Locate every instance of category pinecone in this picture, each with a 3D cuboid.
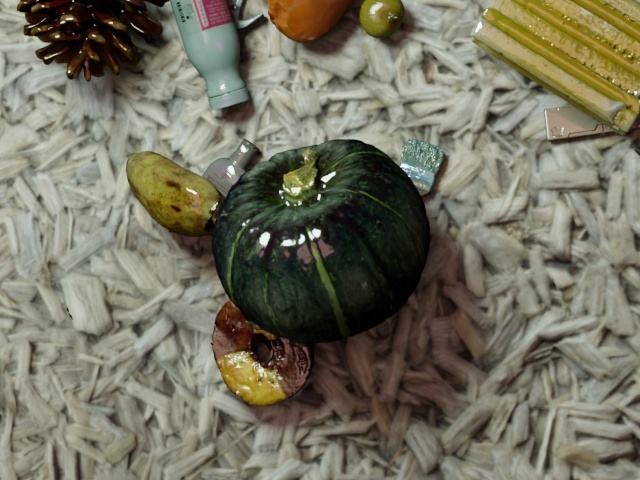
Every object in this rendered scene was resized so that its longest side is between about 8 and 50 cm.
[{"bbox_3d":[-0.369,-0.381,1.663,0.264,0.264,0.264,-1,87,14],"label":"pinecone"}]

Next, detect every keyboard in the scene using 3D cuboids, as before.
[{"bbox_3d":[0.425,-0.184,1.556,0.166,0.017,0.055,-7,81,14],"label":"keyboard"}]

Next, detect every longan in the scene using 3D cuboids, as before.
[{"bbox_3d":[0.099,-0.354,1.614,0.075,0.083,0.075,-8,114,-19],"label":"longan"}]

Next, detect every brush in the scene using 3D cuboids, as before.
[{"bbox_3d":[0.137,-0.062,1.620,0.070,0.021,0.196,19,92,16],"label":"brush"}]

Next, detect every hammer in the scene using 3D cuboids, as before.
[{"bbox_3d":[-0.109,-0.464,1.701,0.103,0.029,0.246,20,91,15],"label":"hammer"}]

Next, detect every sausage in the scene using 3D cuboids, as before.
[{"bbox_3d":[0.011,-0.434,1.617,0.133,0.133,0.258,30,94,14],"label":"sausage"}]

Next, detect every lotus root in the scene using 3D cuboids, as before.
[{"bbox_3d":[-0.241,-0.073,1.639,0.258,0.097,0.110,29,135,47],"label":"lotus root"}]

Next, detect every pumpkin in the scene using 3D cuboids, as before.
[{"bbox_3d":[0.000,0.000,1.516,0.323,0.241,0.323,-10,47,11],"label":"pumpkin"}]

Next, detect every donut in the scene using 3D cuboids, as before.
[{"bbox_3d":[-0.087,0.169,1.639,0.166,0.073,0.184,-32,80,10],"label":"donut"}]

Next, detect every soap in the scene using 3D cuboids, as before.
[{"bbox_3d":[0.378,-0.295,1.509,0.274,0.089,0.173,35,97,9],"label":"soap"}]

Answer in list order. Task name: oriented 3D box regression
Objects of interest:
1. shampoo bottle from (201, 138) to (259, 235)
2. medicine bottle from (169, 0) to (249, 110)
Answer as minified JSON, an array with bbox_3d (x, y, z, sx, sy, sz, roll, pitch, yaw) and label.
[{"bbox_3d":[-0.160,-0.092,1.687,0.080,0.040,0.165,37,96,20],"label":"shampoo bottle"},{"bbox_3d":[-0.177,-0.323,1.658,0.091,0.090,0.216,-14,102,13],"label":"medicine bottle"}]
